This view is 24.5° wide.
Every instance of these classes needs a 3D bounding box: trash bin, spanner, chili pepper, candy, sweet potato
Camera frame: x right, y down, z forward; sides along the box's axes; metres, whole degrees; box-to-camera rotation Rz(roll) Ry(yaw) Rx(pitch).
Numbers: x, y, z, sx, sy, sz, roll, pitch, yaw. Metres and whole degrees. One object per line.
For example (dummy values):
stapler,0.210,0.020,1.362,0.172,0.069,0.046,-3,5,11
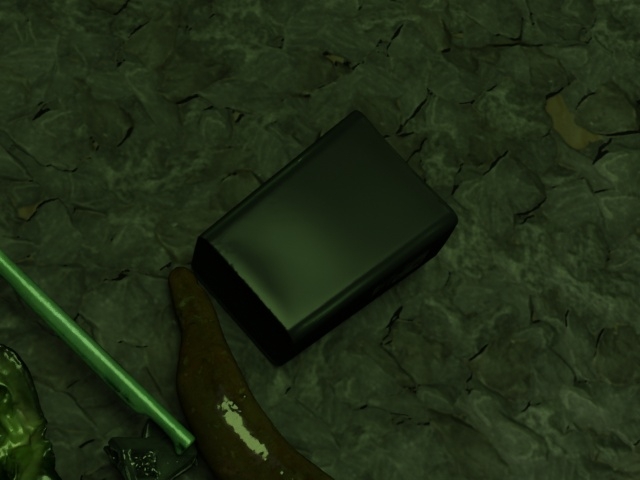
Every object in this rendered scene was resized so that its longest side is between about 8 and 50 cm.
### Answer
trash bin,0.000,0.000,1.538,0.225,0.115,0.165,-37,79,-25
spanner,-0.165,0.267,1.339,0.093,0.026,0.325,21,34,-13
chili pepper,-0.307,0.222,1.348,0.148,0.116,0.264,-19,60,-20
candy,-0.283,0.046,1.436,0.440,0.119,0.119,42,62,6
sweet potato,-0.080,0.177,1.454,0.346,0.079,0.108,56,30,14
